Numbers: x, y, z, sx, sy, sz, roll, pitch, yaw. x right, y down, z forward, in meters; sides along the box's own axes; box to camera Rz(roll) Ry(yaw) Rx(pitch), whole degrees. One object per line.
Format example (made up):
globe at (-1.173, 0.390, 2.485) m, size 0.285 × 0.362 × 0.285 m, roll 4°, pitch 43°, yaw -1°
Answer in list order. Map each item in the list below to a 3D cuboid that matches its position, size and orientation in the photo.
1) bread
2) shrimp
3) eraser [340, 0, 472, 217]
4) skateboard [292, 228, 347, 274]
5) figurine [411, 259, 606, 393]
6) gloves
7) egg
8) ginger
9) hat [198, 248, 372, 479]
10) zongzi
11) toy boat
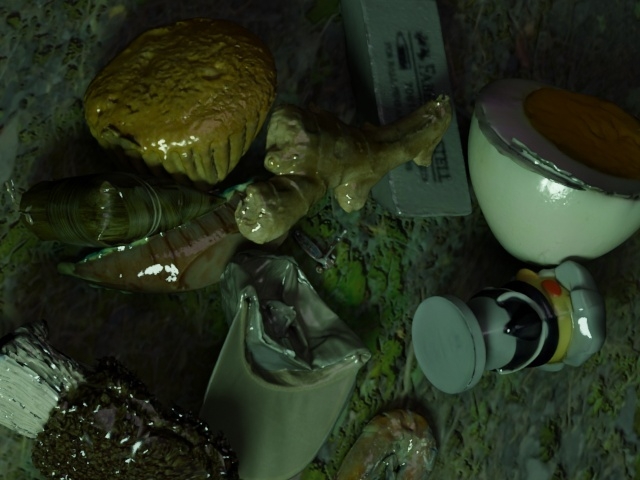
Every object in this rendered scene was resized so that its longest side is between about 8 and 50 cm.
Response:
bread at (-0.157, -0.160, 1.842) m, size 0.240 × 0.139 × 0.240 m, roll -11°, pitch 44°, yaw 10°
shrimp at (0.068, 0.274, 1.838) m, size 0.101 × 0.042 × 0.190 m, roll 48°, pitch 62°, yaw -5°
eraser at (0.106, -0.184, 1.999) m, size 0.111 × 0.077 × 0.352 m, roll -2°, pitch 71°, yaw -18°
skateboard at (0.000, 0.000, 1.892) m, size 0.064 × 0.083 × 0.032 m, roll 46°, pitch 64°, yaw 3°
figurine at (0.230, 0.106, 1.890) m, size 0.236 × 0.176 × 0.133 m, roll -12°, pitch 87°, yaw -32°
gloves at (-0.227, 0.223, 1.679) m, size 0.312 × 0.210 × 0.135 m, roll 29°, pitch 32°, yaw 2°
egg at (0.293, -0.078, 1.980) m, size 0.264 × 0.174 × 0.286 m, roll 20°, pitch 33°, yaw -5°
ginger at (0.023, -0.101, 1.854) m, size 0.333 × 0.081 × 0.148 m, roll -17°, pitch 80°, yaw -33°
hat at (-0.075, 0.141, 1.815) m, size 0.214 × 0.149 × 0.245 m, roll 33°, pitch 94°, yaw -39°
zongzi at (-0.234, -0.040, 1.793) m, size 0.184 × 0.187 × 0.084 m, roll -8°, pitch 99°, yaw -45°
toy boat at (-0.156, 0.009, 1.835) m, size 0.293 × 0.108 × 0.099 m, roll -22°, pitch 44°, yaw -19°
